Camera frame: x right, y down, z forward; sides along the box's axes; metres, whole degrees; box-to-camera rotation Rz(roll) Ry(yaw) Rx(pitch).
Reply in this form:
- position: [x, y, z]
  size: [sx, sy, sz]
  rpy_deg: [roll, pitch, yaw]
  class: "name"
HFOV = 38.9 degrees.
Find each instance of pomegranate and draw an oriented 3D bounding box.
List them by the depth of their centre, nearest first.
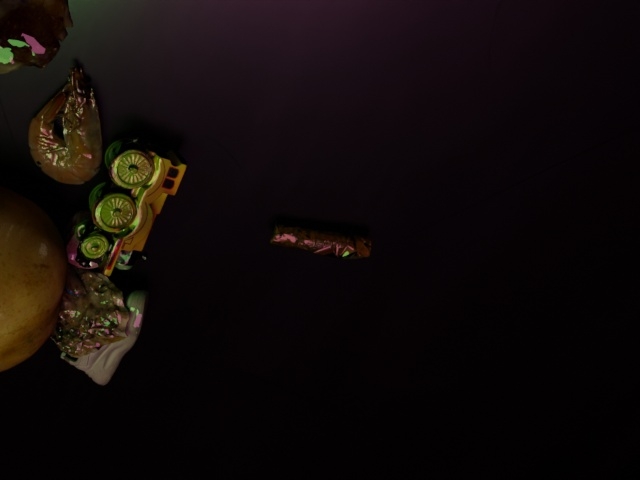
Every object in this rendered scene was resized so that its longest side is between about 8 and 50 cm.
- position: [-0.706, 0.089, 1.786]
  size: [0.417, 0.416, 0.416]
  rpy_deg: [-4, 132, -4]
  class: "pomegranate"

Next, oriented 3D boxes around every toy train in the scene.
- position: [-0.386, -0.066, 1.815]
  size: [0.161, 0.100, 0.296]
  rpy_deg: [17, 108, -32]
  class: "toy train"

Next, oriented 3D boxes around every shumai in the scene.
- position: [-0.500, -0.416, 1.423]
  size: [0.346, 0.283, 0.217]
  rpy_deg: [-30, 131, 22]
  class: "shumai"

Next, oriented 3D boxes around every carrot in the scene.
- position: [0.000, -0.001, 2.014]
  size: [0.229, 0.069, 0.069]
  rpy_deg: [9, 130, -13]
  class: "carrot"

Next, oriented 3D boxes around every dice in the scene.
- position: [-0.495, -0.003, 1.927]
  size: [0.091, 0.094, 0.093]
  rpy_deg: [24, 124, -30]
  class: "dice"

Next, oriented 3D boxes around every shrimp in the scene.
- position: [-0.490, -0.221, 1.755]
  size: [0.145, 0.061, 0.267]
  rpy_deg: [13, 132, -7]
  class: "shrimp"

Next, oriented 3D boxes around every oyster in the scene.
- position: [-0.537, 0.151, 2.004]
  size: [0.223, 0.083, 0.214]
  rpy_deg: [-14, 95, 11]
  class: "oyster"

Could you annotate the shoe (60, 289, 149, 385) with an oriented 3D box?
- position: [-0.515, 0.208, 2.104]
  size: [0.159, 0.124, 0.316]
  rpy_deg: [22, 126, -16]
  class: "shoe"
